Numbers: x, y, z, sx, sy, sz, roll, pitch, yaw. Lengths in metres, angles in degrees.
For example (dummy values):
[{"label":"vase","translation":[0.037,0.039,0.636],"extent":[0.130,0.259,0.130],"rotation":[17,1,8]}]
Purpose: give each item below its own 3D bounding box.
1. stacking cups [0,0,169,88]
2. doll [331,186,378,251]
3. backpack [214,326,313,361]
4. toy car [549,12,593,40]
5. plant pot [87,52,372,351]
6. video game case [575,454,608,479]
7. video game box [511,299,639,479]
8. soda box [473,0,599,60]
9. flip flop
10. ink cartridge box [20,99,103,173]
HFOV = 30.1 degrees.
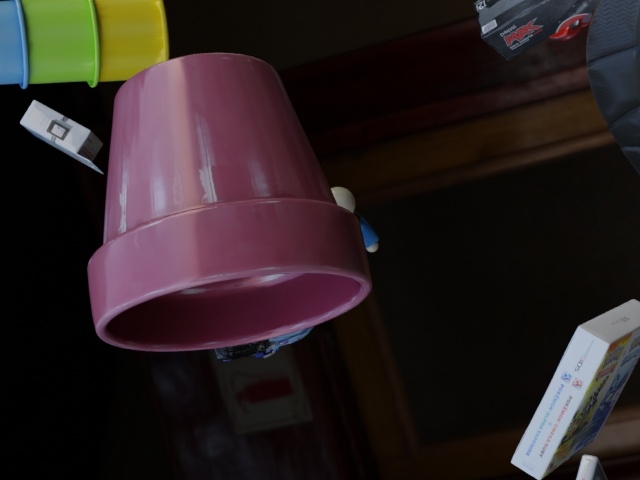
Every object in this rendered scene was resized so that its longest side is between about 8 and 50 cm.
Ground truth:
[{"label":"stacking cups","translation":[-0.299,-0.172,1.064],"extent":[0.096,0.316,0.096],"rotation":[172,90,-74]},{"label":"doll","translation":[0.000,0.000,1.344],"extent":[0.189,0.129,0.046],"rotation":[117,158,-58]},{"label":"backpack","translation":[-0.077,0.086,1.713],"extent":[0.117,0.173,0.158],"rotation":[82,177,-57]},{"label":"toy car","translation":[0.466,-0.465,1.986],"extent":[0.053,0.225,0.239],"rotation":[21,-128,-26]},{"label":"plant pot","translation":[-0.077,-0.029,0.880],"extent":[0.201,0.201,0.180],"rotation":[35,-140,-67]},{"label":"video game case","translation":[0.303,0.361,1.340],"extent":[0.190,0.022,0.173],"rotation":[57,-133,-46]},{"label":"video game box","translation":[0.317,0.171,1.406],"extent":[0.205,0.048,0.187],"rotation":[-12,-53,-58]},{"label":"soda box","translation":[0.248,-0.260,1.250],"extent":[0.060,0.169,0.053],"rotation":[27,-134,-43]},{"label":"flip flop","translation":[0.229,-0.066,0.658],"extent":[0.080,0.112,0.277],"rotation":[-54,-45,-18]},{"label":"ink cartridge box","translation":[-0.526,-0.216,2.497],"extent":[0.060,0.180,0.104],"rotation":[-60,-9,-8]}]
